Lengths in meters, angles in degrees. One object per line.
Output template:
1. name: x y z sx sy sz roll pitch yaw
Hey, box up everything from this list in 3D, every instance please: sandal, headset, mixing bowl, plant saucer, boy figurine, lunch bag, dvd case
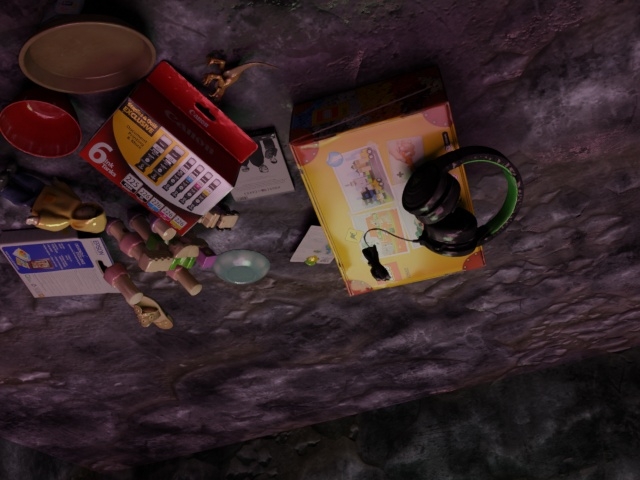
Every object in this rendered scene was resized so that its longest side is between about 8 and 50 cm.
1. sandal: -0.600 0.274 2.363 0.088 0.079 0.240 -17 142 17
2. headset: 0.276 -0.046 1.507 0.394 0.185 0.243 -28 123 8
3. mixing bowl: -0.648 -0.291 1.566 0.181 0.098 0.181 -4 144 -3
4. plant saucer: -0.490 -0.395 1.414 0.278 0.041 0.278 -13 167 -3
5. boy figurine: -0.703 -0.093 1.750 0.285 0.177 0.092 27 131 -9
6. lunch bag: -0.524 -0.463 1.367 0.083 0.071 0.053 -17 139 22
7. plant saucer: -0.261 0.099 2.195 0.195 0.037 0.195 -4 144 -3
8. dvd case: -0.180 -0.199 1.800 0.179 0.030 0.239 -9 144 7

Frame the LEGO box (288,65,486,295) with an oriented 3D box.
1. LEGO box: 0.179 -0.130 1.685 0.372 0.193 0.500 -13 126 12

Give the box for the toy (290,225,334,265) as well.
1. toy: 0.000 0.000 2.070 0.137 0.056 0.237 4 148 -18

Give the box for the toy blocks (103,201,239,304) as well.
1. toy blocks: -0.455 -0.023 1.891 0.288 0.260 0.309 -4 130 -53

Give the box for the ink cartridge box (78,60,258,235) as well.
1. ink cartridge box: -0.349 -0.212 1.571 0.309 0.130 0.272 40 117 -20

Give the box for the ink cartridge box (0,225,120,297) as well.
1. ink cartridge box: -0.787 0.069 2.078 0.307 0.072 0.304 -5 143 -3

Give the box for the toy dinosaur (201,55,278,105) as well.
1. toy dinosaur: -0.207 -0.383 1.533 0.112 0.064 0.211 11 154 -42
